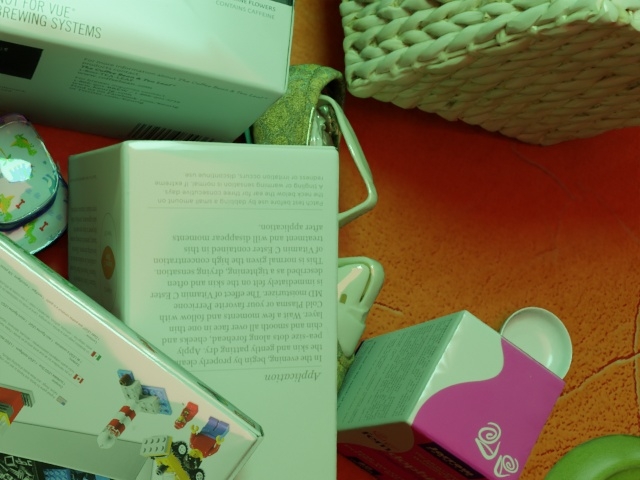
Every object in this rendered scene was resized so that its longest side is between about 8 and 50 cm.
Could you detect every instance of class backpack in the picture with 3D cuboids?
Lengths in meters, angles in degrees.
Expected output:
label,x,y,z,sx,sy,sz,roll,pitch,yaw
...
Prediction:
label,x,y,z,sx,sy,sz,roll,pitch,yaw
backpack,-0.268,-0.040,1.049,0.105,0.084,0.114,-35,95,-22

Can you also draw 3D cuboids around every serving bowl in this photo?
label,x,y,z,sx,sy,sz,roll,pitch,yaw
serving bowl,0.210,0.110,1.234,0.083,0.027,0.083,5,75,-21

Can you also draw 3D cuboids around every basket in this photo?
label,x,y,z,sx,sy,sz,roll,pitch,yaw
basket,0.222,-0.260,1.131,0.328,0.331,0.266,9,79,-39

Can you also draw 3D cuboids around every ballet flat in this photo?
label,x,y,z,sx,sy,sz,roll,pitch,yaw
ballet flat,0.000,0.000,1.118,0.123,0.123,0.348,-2,76,-22

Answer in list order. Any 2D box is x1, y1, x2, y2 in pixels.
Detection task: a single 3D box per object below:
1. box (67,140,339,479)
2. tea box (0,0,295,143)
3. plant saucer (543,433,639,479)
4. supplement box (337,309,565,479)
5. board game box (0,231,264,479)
label,x,y,z,sx,sy,sz,roll,pitch,yaw
box,-0.101,0.100,0.975,0.168,0.215,0.345,0,91,-22
tea box,-0.201,-0.274,1.054,0.329,0.220,0.323,11,75,-19
plant saucer,0.317,0.314,1.226,0.241,0.037,0.240,5,77,-21
supplement box,0.096,0.147,1.074,0.111,0.220,0.114,35,68,-10
board game box,-0.216,0.113,0.814,0.305,0.053,0.193,38,87,-4
